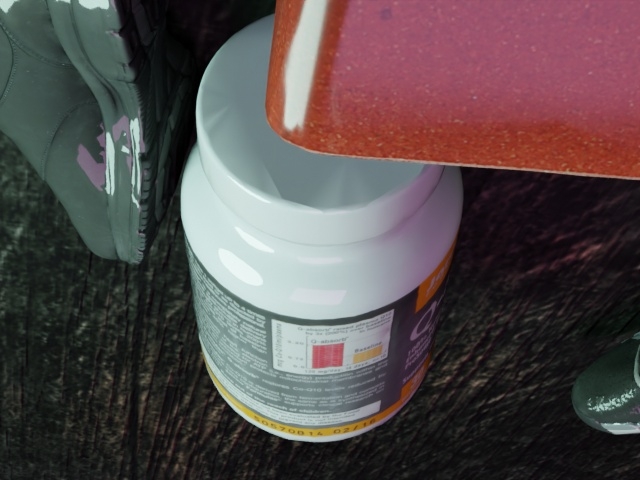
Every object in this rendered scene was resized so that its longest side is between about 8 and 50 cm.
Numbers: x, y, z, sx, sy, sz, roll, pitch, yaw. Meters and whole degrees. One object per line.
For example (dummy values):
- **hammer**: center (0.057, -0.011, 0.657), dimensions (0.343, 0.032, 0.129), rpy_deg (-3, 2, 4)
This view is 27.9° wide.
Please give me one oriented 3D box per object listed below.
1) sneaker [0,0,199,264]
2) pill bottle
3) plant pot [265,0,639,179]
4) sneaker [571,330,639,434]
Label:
- **sneaker**: center (-0.139, -0.093, 0.705), dimensions (0.130, 0.109, 0.286), rpy_deg (11, 143, 7)
- **pill bottle**: center (0.000, 0.000, 0.768), dimensions (0.162, 0.162, 0.278), rpy_deg (3, 150, 0)
- **plant pot**: center (0.129, -0.189, 0.358), dimensions (0.267, 0.267, 0.236), rpy_deg (4, 138, -1)
- **sneaker**: center (0.270, 0.060, 0.937), dimensions (0.228, 0.086, 0.132), rpy_deg (-24, 136, 23)
